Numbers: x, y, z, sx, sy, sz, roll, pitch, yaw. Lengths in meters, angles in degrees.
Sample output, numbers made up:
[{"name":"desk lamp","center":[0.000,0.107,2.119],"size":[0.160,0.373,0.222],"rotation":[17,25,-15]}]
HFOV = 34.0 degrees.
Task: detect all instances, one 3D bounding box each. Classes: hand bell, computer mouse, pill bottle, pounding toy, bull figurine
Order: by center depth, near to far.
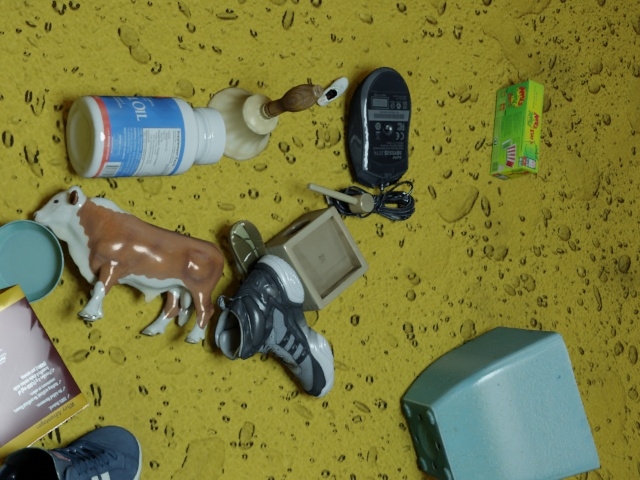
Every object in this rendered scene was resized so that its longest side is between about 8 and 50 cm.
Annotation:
[{"name":"bull figurine","center":[-0.284,0.038,1.572],"size":[0.310,0.101,0.188],"rotation":[17,78,-29]},{"name":"pill bottle","center":[-0.263,-0.159,1.600],"size":[0.221,0.124,0.124],"rotation":[-5,86,-36]},{"name":"hand bell","center":[-0.073,-0.209,1.665],"size":[0.126,0.242,0.126],"rotation":[5,81,-34]},{"name":"pounding toy","center":[-0.001,-0.011,1.774],"size":[0.206,0.094,0.181],"rotation":[-39,105,-32]},{"name":"computer mouse","center":[0.092,-0.175,1.884],"size":[0.188,0.072,0.272],"rotation":[2,94,-36]}]

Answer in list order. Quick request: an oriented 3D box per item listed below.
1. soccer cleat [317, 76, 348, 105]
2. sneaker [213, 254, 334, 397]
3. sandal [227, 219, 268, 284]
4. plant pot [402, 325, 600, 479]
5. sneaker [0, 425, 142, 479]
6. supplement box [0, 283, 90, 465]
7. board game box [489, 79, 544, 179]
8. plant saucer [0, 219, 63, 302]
[{"name":"soccer cleat","center":[0.026,-0.266,1.865],"size":[0.083,0.036,0.029],"rotation":[-40,105,-31]},{"name":"sneaker","center":[-0.081,0.167,1.679],"size":[0.153,0.101,0.268],"rotation":[-35,118,-28]},{"name":"sandal","center":[-0.115,0.045,1.710],"size":[0.072,0.049,0.180],"rotation":[-32,119,-30]},{"name":"plant pot","center":[0.294,0.312,1.851],"size":[0.252,0.247,0.247],"rotation":[-18,94,-17]},{"name":"sneaker","center":[-0.344,0.316,1.389],"size":[0.350,0.131,0.148],"rotation":[-49,147,-62]},{"name":"supplement box","center":[-0.457,0.193,1.412],"size":[0.191,0.129,0.194],"rotation":[-34,103,-33]},{"name":"board game box","center":[0.389,-0.217,2.072],"size":[0.043,0.092,0.181],"rotation":[15,75,-33]},{"name":"plant saucer","center":[-0.420,0.030,1.494],"size":[0.119,0.021,0.119],"rotation":[0,89,7]}]
